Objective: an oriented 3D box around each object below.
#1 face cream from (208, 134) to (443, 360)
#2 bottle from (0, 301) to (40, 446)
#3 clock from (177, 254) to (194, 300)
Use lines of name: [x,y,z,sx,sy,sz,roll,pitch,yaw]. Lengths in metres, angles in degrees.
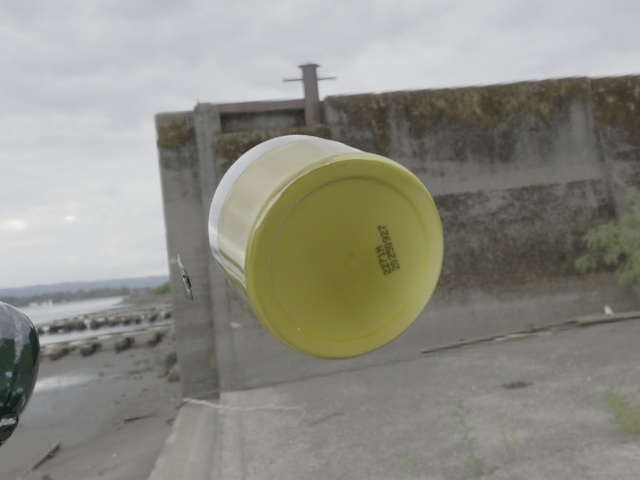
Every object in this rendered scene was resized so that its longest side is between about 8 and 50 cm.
face cream: [0.000,0.000,0.752,0.218,0.218,0.179,-5,15,-20]
bottle: [-0.321,0.054,0.361,0.144,0.144,0.336,-9,-24,39]
clock: [-0.218,0.059,1.099,0.010,0.074,0.083,-18,33,-10]
